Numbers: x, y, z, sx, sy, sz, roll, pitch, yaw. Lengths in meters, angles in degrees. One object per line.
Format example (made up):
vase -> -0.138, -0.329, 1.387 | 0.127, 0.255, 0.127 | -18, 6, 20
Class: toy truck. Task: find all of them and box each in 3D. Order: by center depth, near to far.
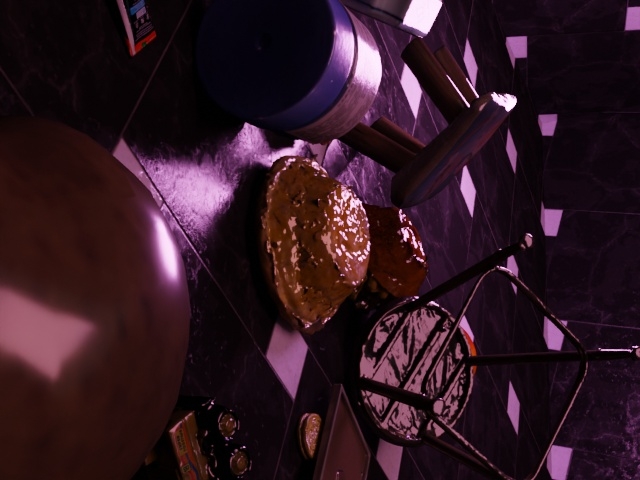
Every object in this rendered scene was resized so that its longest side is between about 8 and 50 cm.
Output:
toy truck -> -0.162, 0.335, 1.332 | 0.127, 0.127, 0.257 | -38, 118, -47

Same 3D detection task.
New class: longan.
longan -> -0.291, 0.074, 0.848 | 0.404, 0.336, 0.404 | -27, 120, -60

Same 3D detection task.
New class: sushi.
sushi -> 0.122, 0.032, 2.064 | 0.296, 0.179, 0.167 | 48, 23, -56

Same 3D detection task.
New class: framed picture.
framed picture -> 0.032, 0.456, 1.815 | 0.240, 0.020, 0.324 | 69, 26, -43

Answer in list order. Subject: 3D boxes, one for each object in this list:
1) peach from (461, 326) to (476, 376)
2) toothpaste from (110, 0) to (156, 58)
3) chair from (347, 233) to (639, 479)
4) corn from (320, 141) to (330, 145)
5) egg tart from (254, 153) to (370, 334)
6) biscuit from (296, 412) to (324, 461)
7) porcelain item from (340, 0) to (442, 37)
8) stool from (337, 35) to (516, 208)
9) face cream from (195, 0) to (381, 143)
peach -> 0.247, 0.250, 2.217 | 0.190, 0.190, 0.192 | 25, 56, -63
toothpaste -> -0.279, -0.355, 1.410 | 0.071, 0.045, 0.193 | -58, 141, -45
chair -> 0.281, 0.249, 1.896 | 0.362, 0.410, 0.364 | 41, 67, -22
corn -> -0.036, -0.314, 1.898 | 0.092, 0.092, 0.280 | -36, 119, -64
egg tart -> 0.000, 0.000, 1.801 | 0.341, 0.132, 0.341 | 31, 55, -59
biscuit -> -0.016, 0.346, 1.774 | 0.084, 0.023, 0.084 | -9, 90, -67
porcelain item -> 0.094, -0.530, 2.005 | 0.281, 0.286, 0.157 | -8, 123, -65
stool -> 0.222, -0.249, 2.131 | 0.226, 0.310, 0.310 | 44, 20, 11
face cream -> -0.047, -0.293, 1.655 | 0.225, 0.249, 0.249 | 21, 63, -65
